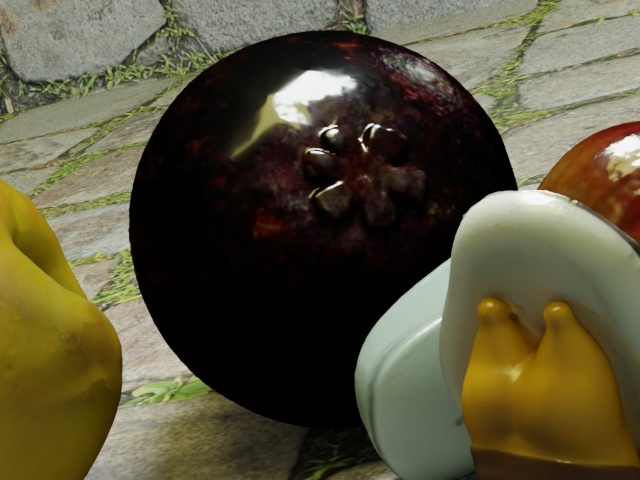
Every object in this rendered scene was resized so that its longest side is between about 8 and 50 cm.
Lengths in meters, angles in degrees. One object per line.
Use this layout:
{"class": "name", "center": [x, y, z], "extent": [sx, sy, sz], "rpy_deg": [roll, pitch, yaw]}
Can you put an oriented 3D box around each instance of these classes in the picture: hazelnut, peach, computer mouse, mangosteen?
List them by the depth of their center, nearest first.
{"class": "hazelnut", "center": [0.217, 0.024, 1.177], "extent": [0.178, 0.204, 0.178], "rpy_deg": [-29, 11, 6]}
{"class": "computer mouse", "center": [0.115, 0.071, 1.218], "extent": [0.079, 0.128, 0.231], "rpy_deg": [18, 48, 44]}
{"class": "peach", "center": [-0.302, 0.097, 1.256], "extent": [0.308, 0.289, 0.289], "rpy_deg": [-35, 16, -3]}
{"class": "mangosteen", "center": [0.004, 0.007, 1.354], "extent": [0.297, 0.313, 0.297], "rpy_deg": [3, 46, -3]}

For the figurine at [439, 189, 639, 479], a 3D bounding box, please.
{"class": "figurine", "center": [0.109, 0.112, 0.954], "extent": [0.166, 0.250, 0.141], "rpy_deg": [1, 40, 38]}
